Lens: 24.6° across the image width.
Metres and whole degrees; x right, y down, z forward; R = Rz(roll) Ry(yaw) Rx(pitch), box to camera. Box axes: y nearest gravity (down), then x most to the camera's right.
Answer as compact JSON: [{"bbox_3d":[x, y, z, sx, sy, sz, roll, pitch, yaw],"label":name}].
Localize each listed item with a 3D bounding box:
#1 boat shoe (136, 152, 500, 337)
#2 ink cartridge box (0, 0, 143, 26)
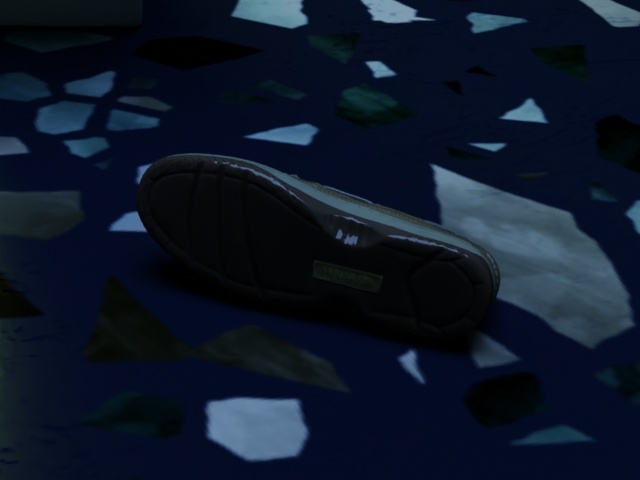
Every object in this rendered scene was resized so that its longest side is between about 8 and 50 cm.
[{"bbox_3d":[0.000,0.000,0.759,0.190,0.068,0.072,21,20,9],"label":"boat shoe"},{"bbox_3d":[-0.195,-0.379,1.013,0.160,0.384,0.279,0,46,-13],"label":"ink cartridge box"}]
